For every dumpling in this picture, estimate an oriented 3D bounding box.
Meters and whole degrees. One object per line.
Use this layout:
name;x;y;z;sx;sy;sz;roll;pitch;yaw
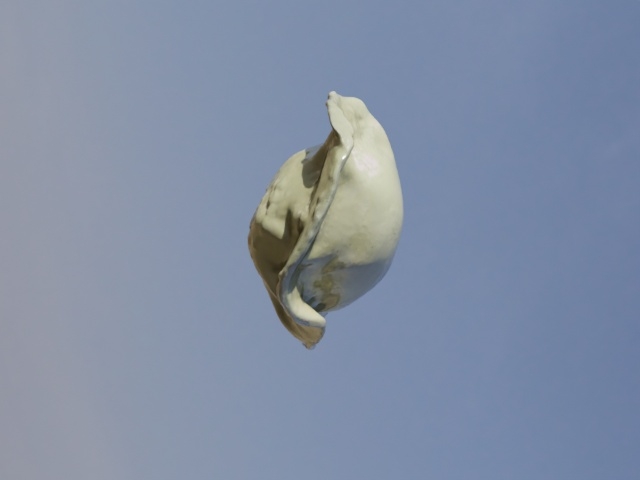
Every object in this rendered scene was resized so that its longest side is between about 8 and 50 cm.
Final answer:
dumpling;0.000;0.002;1.197;0.169;0.100;0.134;-56;-176;25
